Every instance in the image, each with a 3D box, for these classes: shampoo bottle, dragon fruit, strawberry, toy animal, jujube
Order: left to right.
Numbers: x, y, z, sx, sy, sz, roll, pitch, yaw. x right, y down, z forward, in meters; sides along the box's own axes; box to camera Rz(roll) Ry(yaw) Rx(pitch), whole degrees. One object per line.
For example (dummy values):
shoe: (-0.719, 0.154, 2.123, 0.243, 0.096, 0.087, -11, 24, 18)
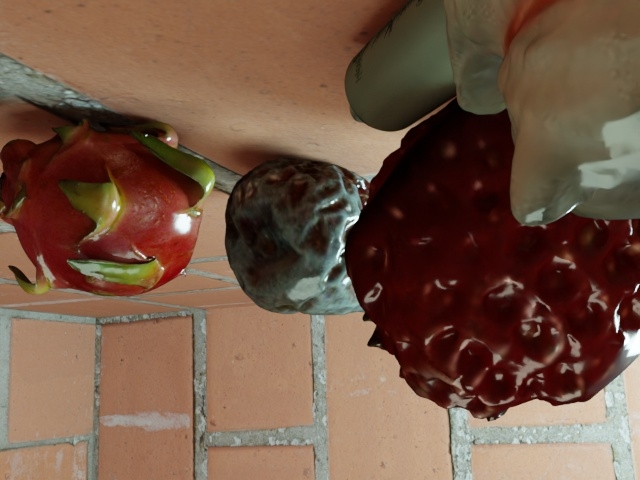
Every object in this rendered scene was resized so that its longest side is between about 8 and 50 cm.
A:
dragon fruit: (-0.249, -0.040, 0.837, 0.227, 0.224, 0.224, 8, 165, -35)
jujube: (0.000, 0.000, 1.030, 0.226, 0.226, 0.317, -8, 172, 30)
shampoo bottle: (0.087, -0.153, 0.597, 0.085, 0.085, 0.262, 2, 168, -22)
strawberry: (0.199, -0.034, 0.627, 0.318, 0.295, 0.345, 1, 133, -43)
toy animal: (0.206, -0.135, 0.330, 0.308, 0.188, 0.266, -3, 134, 14)
